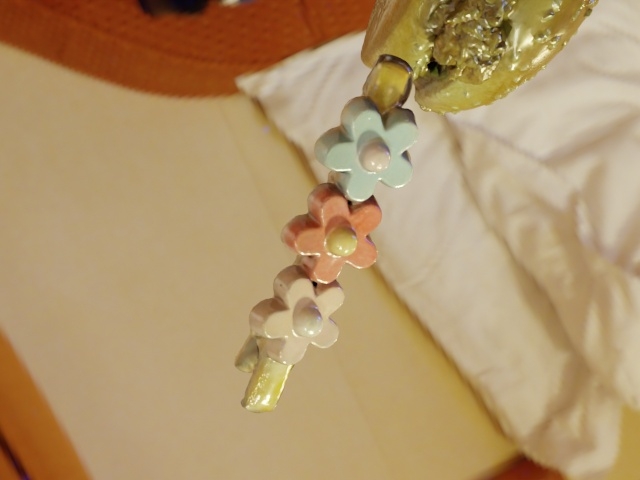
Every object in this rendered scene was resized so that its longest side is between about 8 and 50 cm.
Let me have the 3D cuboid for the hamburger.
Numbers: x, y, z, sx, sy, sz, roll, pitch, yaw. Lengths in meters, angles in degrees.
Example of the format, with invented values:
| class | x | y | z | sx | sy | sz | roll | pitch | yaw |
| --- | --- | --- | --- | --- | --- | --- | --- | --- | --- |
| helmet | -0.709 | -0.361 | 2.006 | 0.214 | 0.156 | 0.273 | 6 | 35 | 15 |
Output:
| class | x | y | z | sx | sy | sz | roll | pitch | yaw |
| --- | --- | --- | --- | --- | --- | --- | --- | --- | --- |
| hamburger | 0.109 | -0.166 | 0.955 | 0.189 | 0.122 | 0.215 | -45 | -165 | 54 |

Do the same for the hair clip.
| class | x | y | z | sx | sy | sz | roll | pitch | yaw |
| --- | --- | --- | --- | --- | --- | --- | --- | --- | --- |
| hair clip | 0.002 | 0.004 | 0.818 | 0.062 | 0.056 | 0.214 | 12 | 117 | -30 |
